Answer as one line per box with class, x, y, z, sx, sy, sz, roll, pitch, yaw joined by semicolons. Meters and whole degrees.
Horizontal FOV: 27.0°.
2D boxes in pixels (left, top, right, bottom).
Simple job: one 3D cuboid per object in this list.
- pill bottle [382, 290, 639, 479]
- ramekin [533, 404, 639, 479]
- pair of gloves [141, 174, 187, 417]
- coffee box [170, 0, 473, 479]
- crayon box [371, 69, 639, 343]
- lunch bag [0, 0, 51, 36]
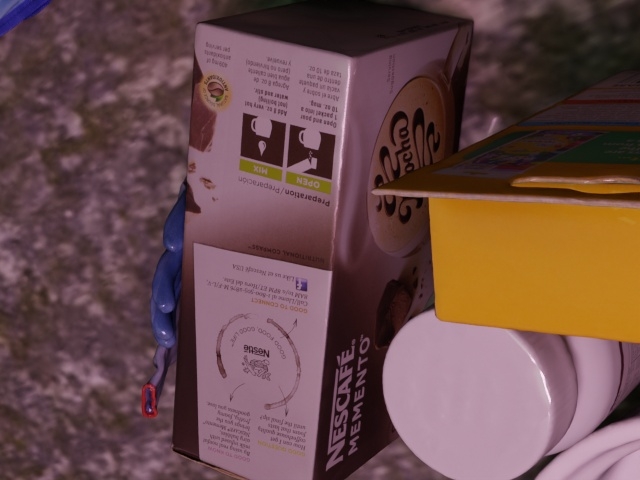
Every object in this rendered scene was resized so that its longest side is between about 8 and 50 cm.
pill bottle;0.132;0.055;0.788;0.121;0.221;0.121;10;110;30
ramekin;0.263;0.212;0.807;0.277;0.135;0.277;11;110;30
pair of gloves;-0.101;0.033;0.963;0.023;0.159;0.198;11;141;1
coffee box;0.000;0.000;0.889;0.119;0.168;0.297;16;112;28
crayon box;0.191;-0.021;0.664;0.203;0.323;0.083;4;107;32
lunch bag;-0.316;-0.265;1.045;0.293;0.138;0.221;-25;88;26
